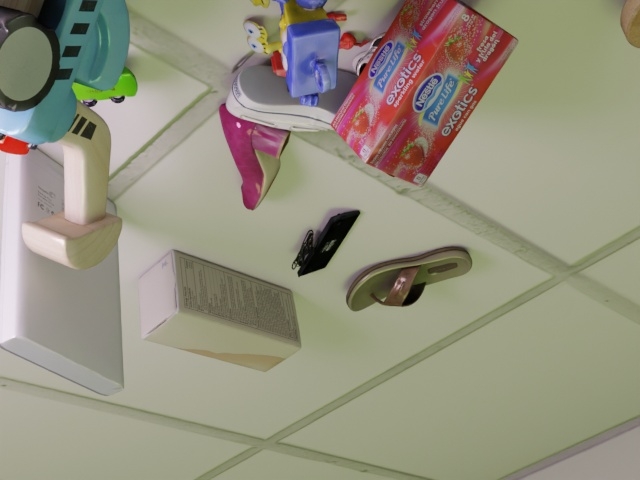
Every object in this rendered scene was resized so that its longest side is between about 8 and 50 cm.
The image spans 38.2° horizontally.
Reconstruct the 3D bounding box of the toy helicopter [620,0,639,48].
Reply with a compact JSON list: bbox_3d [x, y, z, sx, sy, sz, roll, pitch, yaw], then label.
[{"bbox_3d":[0.616,-0.357,1.355,0.355,0.140,0.235,-14,148,-1],"label":"toy helicopter"}]

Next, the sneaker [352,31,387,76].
[{"bbox_3d":[0.084,-0.278,1.395,0.032,0.037,0.083,21,133,-35],"label":"sneaker"}]

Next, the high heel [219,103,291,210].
[{"bbox_3d":[-0.128,-0.135,1.529,0.117,0.082,0.244,27,155,0],"label":"high heel"}]

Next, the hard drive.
[{"bbox_3d":[-0.398,0.043,1.433,0.047,0.353,0.233,-24,144,18],"label":"hard drive"}]

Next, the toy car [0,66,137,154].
[{"bbox_3d":[-0.377,-0.224,1.324,0.225,0.053,0.239,-8,146,-6],"label":"toy car"}]

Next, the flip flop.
[{"bbox_3d":[0.185,0.093,1.919,0.277,0.080,0.112,-16,145,7],"label":"flip flop"}]

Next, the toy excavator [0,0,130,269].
[{"bbox_3d":[-0.342,-0.190,1.158,0.222,0.433,0.445,19,180,23],"label":"toy excavator"}]

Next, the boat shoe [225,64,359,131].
[{"bbox_3d":[-0.020,-0.213,1.427,0.258,0.095,0.084,9,156,-23],"label":"boat shoe"}]

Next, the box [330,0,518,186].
[{"bbox_3d":[0.145,-0.225,1.332,0.123,0.128,0.257,19,112,-37],"label":"box"}]

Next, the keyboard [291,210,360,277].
[{"bbox_3d":[0.000,0.000,1.787,0.100,0.038,0.192,-17,152,-36],"label":"keyboard"}]

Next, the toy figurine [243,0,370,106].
[{"bbox_3d":[0.009,-0.295,1.189,0.191,0.217,0.362,-6,146,-9],"label":"toy figurine"}]

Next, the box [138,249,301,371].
[{"bbox_3d":[-0.197,0.145,1.828,0.311,0.148,0.121,23,133,-38],"label":"box"}]
